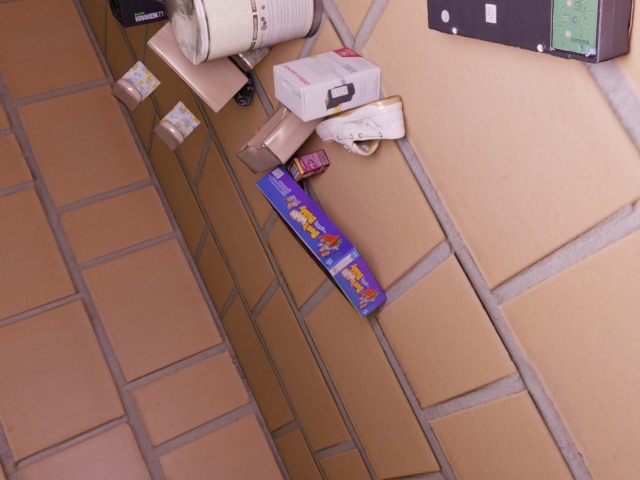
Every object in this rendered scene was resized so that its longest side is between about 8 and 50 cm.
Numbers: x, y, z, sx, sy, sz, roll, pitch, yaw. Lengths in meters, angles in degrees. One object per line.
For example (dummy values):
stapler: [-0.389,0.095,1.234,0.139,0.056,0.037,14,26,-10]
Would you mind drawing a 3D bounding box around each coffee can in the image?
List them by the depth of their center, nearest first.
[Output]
coffee can: [-0.163,-0.500,1.527,0.201,0.275,0.202,47,148,41]

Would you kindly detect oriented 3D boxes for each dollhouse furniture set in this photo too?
dollhouse furniture set: [-0.209,-0.358,1.678,0.394,0.362,0.256,45,163,-15]

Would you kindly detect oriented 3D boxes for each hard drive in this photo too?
hard drive: [0.261,-0.380,0.957,0.339,0.064,0.237,36,141,54]

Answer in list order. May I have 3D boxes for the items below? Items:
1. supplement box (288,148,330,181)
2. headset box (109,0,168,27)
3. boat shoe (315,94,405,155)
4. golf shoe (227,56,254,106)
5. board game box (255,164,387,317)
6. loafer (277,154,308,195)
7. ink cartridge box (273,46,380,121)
supplement box: [-0.027,-0.180,1.741,0.043,0.083,0.055,64,157,11]
headset box: [-0.480,-0.777,2.043,0.131,0.246,0.283,46,147,45]
boat shoe: [0.076,-0.216,1.462,0.277,0.098,0.096,-3,106,65]
golf shoe: [-0.232,-0.440,2.012,0.094,0.077,0.198,93,156,-65]
board game box: [0.000,0.000,1.726,0.347,0.078,0.233,49,175,41]
loafer: [-0.065,-0.168,1.888,0.061,0.062,0.170,7,121,40]
ink cartridge box: [0.011,-0.310,1.428,0.127,0.175,0.072,46,148,43]
